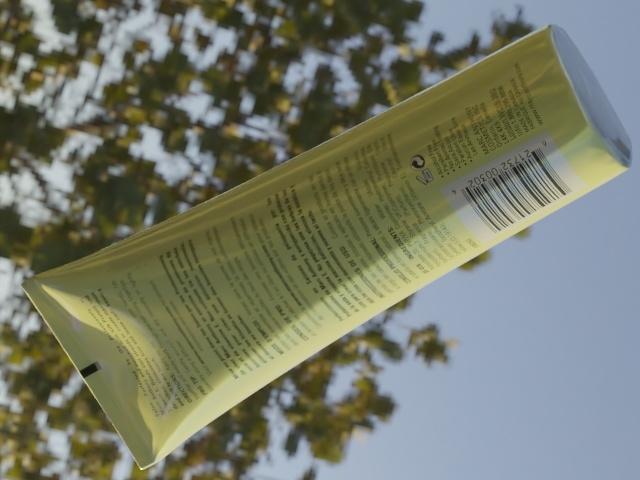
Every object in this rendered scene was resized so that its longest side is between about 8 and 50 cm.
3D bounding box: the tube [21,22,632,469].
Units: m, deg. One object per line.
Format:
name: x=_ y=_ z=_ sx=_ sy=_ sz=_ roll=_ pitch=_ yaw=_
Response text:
tube: x=0.000 y=0.000 z=0.613 sx=0.240 sy=0.062 sz=0.070 roll=-30 pitch=-123 yaw=19
